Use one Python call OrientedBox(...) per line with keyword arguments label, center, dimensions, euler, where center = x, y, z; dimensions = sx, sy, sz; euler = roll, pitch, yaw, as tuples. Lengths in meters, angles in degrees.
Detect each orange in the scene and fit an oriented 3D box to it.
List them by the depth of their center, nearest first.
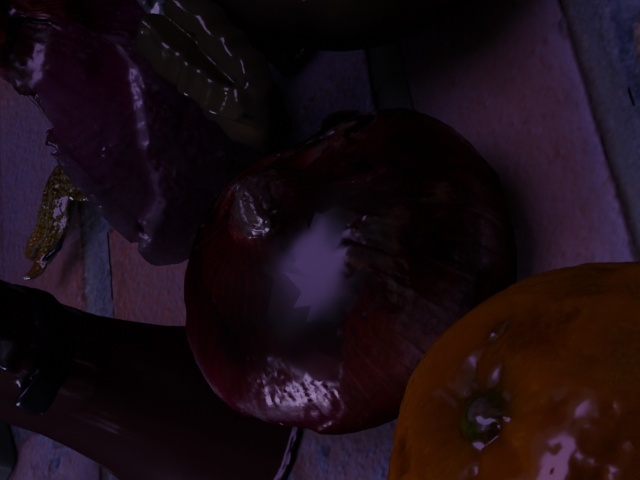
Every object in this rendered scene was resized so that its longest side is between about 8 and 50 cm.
OrientedBox(label="orange", center=(0.165, 0.139, 1.005), dimensions=(0.261, 0.261, 0.261), euler=(-27, 51, 38))

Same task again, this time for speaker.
OrientedBox(label="speaker", center=(-0.205, 0.083, 1.413), dimensions=(0.198, 0.329, 0.259), euler=(-53, 32, 14))

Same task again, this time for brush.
OrientedBox(label="brush", center=(-0.128, -0.180, 1.387), dimensions=(0.071, 0.084, 0.301), euler=(-40, 61, -4))

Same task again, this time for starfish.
OrientedBox(label="starfish", center=(-0.242, -0.061, 1.755), dimensions=(0.208, 0.053, 0.176), euler=(-45, 31, 14))

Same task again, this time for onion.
OrientedBox(label="onion", center=(0.000, 0.000, 1.300), dimensions=(0.272, 0.195, 0.272), euler=(-20, 46, 22))
OrientedBox(label="onion", center=(-0.161, -0.148, 1.482), dimensions=(0.159, 0.349, 0.267), euler=(-34, 54, 11))

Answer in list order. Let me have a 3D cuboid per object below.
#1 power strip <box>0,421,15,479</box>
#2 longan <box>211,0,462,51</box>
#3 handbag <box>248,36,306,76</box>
OrientedBox(label="power strip", center=(-0.400, 0.190, 1.780), dimensions=(0.193, 0.059, 0.265), euler=(-48, 41, 20))
OrientedBox(label="longan", center=(0.013, -0.288, 1.383), dimensions=(0.297, 0.297, 0.297), euler=(-27, 51, 38))
OrientedBox(label="handbag", center=(-0.019, -0.234, 1.565), dimensions=(0.139, 0.072, 0.115), euler=(-41, 41, 21))
